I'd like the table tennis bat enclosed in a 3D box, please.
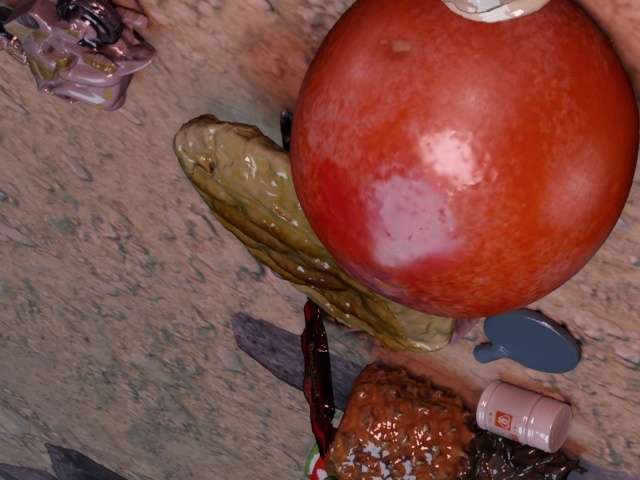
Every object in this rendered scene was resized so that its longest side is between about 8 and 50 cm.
[{"bbox_3d":[0.203,0.105,1.888,0.100,0.019,0.155,38,154,-14],"label":"table tennis bat"}]

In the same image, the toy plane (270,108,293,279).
[{"bbox_3d":[-0.017,-0.034,1.804,0.169,0.078,0.246,21,154,25],"label":"toy plane"}]

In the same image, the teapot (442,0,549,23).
[{"bbox_3d":[0.079,-0.245,1.184,0.184,0.183,0.251,17,163,29],"label":"teapot"}]

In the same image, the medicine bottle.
[{"bbox_3d":[0.215,0.186,1.981,0.089,0.057,0.057,17,152,29],"label":"medicine bottle"}]

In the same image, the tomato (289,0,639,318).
[{"bbox_3d":[0.099,-0.067,1.397,0.265,0.265,0.265,26,156,13],"label":"tomato"}]

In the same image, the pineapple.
[{"bbox_3d":[0.154,0.239,2.076,0.279,0.157,0.158,16,155,5],"label":"pineapple"}]

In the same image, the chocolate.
[{"bbox_3d":[-0.004,0.150,2.056,0.028,0.182,0.086,0,159,-10],"label":"chocolate"}]

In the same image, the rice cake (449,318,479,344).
[{"bbox_3d":[0.089,0.012,1.799,0.049,0.055,0.270,18,155,38],"label":"rice cake"}]

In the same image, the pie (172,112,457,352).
[{"bbox_3d":[0.000,0.000,1.641,0.306,0.071,0.306,34,169,8],"label":"pie"}]

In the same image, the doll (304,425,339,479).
[{"bbox_3d":[0.150,0.337,2.194,0.363,0.160,0.183,42,-157,16],"label":"doll"}]

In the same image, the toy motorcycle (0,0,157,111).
[{"bbox_3d":[-0.232,-0.179,1.789,0.152,0.073,0.225,44,155,-29],"label":"toy motorcycle"}]
